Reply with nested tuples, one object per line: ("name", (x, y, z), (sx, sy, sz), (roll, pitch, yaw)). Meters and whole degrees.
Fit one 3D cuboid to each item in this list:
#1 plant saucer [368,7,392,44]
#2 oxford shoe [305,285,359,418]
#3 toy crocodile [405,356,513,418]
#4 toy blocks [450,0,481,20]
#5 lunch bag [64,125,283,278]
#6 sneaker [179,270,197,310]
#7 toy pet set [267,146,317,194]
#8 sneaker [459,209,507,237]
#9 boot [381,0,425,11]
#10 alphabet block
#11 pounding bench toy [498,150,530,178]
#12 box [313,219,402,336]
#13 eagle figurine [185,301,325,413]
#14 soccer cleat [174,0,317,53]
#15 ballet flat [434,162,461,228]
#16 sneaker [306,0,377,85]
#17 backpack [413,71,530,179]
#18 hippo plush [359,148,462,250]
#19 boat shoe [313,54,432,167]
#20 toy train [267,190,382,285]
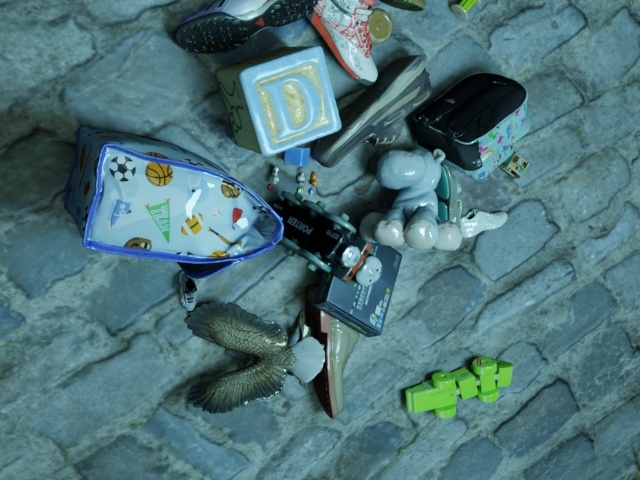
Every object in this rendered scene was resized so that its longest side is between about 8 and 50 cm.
("plant saucer", (0.138, -0.510, 1.780), (0.083, 0.015, 0.084), (-6, 105, -22))
("oxford shoe", (0.047, 0.277, 1.876), (0.130, 0.123, 0.349), (-9, 106, -24))
("toy crocodile", (0.388, 0.400, 2.075), (0.340, 0.105, 0.115), (-15, 109, -15))
("toy blocks", (0.363, -0.634, 1.826), (0.123, 0.054, 0.148), (42, 84, -25))
("lunch bag", (-0.299, -0.076, 1.523), (0.385, 0.328, 0.239), (9, 102, -28))
("sneaker", (-0.301, 0.122, 1.714), (0.038, 0.069, 0.098), (-15, 108, -19))
("toy pet set", (-0.052, -0.163, 1.755), (0.122, 0.065, 0.114), (3, 102, -25))
("sneaker", (0.434, -0.056, 2.000), (0.152, 0.053, 0.061), (-19, 107, -18))
("boot", (0.177, -0.691, 1.714), (0.236, 0.089, 0.270), (15, 95, -26))
("alphabet block", (-0.094, -0.308, 1.628), (0.193, 0.197, 0.193), (-20, 111, -18))
("pounding bench toy", (0.522, -0.198, 1.986), (0.065, 0.083, 0.052), (32, 89, -26))
("box", (0.096, 0.094, 1.833), (0.183, 0.059, 0.233), (33, 59, -26))
("eagle figurine", (-0.155, 0.279, 1.755), (0.298, 0.226, 0.225), (8, 120, -30))
("soccer cleat", (-0.168, -0.501, 1.614), (0.318, 0.117, 0.109), (-22, 153, -2))
("ballet flat", (0.331, -0.112, 1.925), (0.068, 0.072, 0.213), (-22, 125, -23))
("sneaker", (0.084, -0.483, 1.688), (0.145, 0.090, 0.270), (-29, 116, 29))
("backpack", (0.384, -0.289, 1.831), (0.253, 0.225, 0.191), (-43, 137, -13))
("hippo plush", (0.245, -0.103, 1.788), (0.294, 0.234, 0.237), (2, 94, -38))
("boat shoe", (0.139, -0.286, 1.772), (0.355, 0.132, 0.130), (-44, 115, -7))
("toy train", (0.000, 0.000, 1.684), (0.190, 0.334, 0.142), (36, 85, -41))
